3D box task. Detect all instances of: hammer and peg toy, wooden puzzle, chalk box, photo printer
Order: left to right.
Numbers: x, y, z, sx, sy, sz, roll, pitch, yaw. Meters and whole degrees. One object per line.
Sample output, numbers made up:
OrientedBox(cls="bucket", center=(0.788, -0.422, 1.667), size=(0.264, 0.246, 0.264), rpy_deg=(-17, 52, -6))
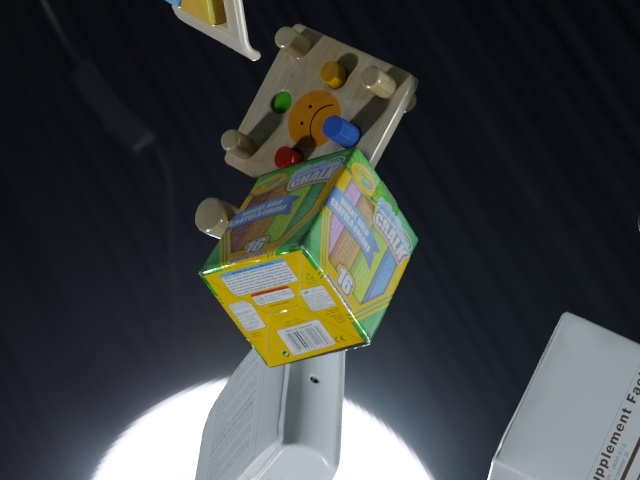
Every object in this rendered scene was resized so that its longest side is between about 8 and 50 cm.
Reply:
OrientedBox(cls="wooden puzzle", center=(-0.148, -0.330, 1.587), size=(0.044, 0.238, 0.221), rpy_deg=(-23, -152, -18))
OrientedBox(cls="photo printer", center=(-0.068, 0.250, 1.832), size=(0.256, 0.107, 0.307), rpy_deg=(-53, -162, 28))
OrientedBox(cls="hammer and peg toy", center=(-0.022, -0.134, 2.191), size=(0.127, 0.266, 0.361), rpy_deg=(25, 93, -56))
OrientedBox(cls="chalk box", center=(0.000, 0.000, 1.413), size=(0.132, 0.132, 0.213), rpy_deg=(-17, -150, 34))

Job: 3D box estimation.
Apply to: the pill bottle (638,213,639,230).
OrientedBox(cls="pill bottle", center=(0.506, -0.072, 1.917), size=(0.103, 0.103, 0.184), rpy_deg=(-24, 146, -30))

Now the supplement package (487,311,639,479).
OrientedBox(cls="supplement package", center=(0.332, 0.229, 1.410), size=(0.175, 0.293, 0.177), rpy_deg=(-61, 167, -17))
